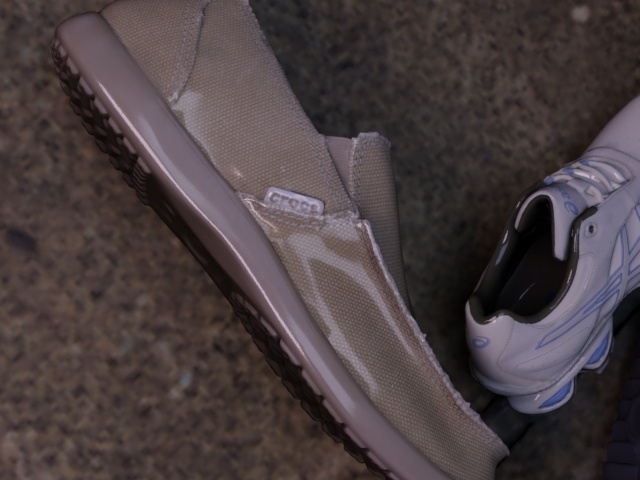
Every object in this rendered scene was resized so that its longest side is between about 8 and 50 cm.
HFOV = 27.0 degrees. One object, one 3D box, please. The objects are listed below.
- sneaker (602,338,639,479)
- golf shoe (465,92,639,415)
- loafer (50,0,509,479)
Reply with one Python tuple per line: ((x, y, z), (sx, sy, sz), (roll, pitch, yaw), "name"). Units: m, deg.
((0.234, 0.034, 0.623), (0.131, 0.112, 0.319), (22, 86, -20), "sneaker")
((0.123, -0.009, 0.590), (0.069, 0.086, 0.176), (23, 72, 32), "golf shoe")
((0.000, 0.000, 0.552), (0.092, 0.102, 0.268), (-39, 96, -10), "loafer")
